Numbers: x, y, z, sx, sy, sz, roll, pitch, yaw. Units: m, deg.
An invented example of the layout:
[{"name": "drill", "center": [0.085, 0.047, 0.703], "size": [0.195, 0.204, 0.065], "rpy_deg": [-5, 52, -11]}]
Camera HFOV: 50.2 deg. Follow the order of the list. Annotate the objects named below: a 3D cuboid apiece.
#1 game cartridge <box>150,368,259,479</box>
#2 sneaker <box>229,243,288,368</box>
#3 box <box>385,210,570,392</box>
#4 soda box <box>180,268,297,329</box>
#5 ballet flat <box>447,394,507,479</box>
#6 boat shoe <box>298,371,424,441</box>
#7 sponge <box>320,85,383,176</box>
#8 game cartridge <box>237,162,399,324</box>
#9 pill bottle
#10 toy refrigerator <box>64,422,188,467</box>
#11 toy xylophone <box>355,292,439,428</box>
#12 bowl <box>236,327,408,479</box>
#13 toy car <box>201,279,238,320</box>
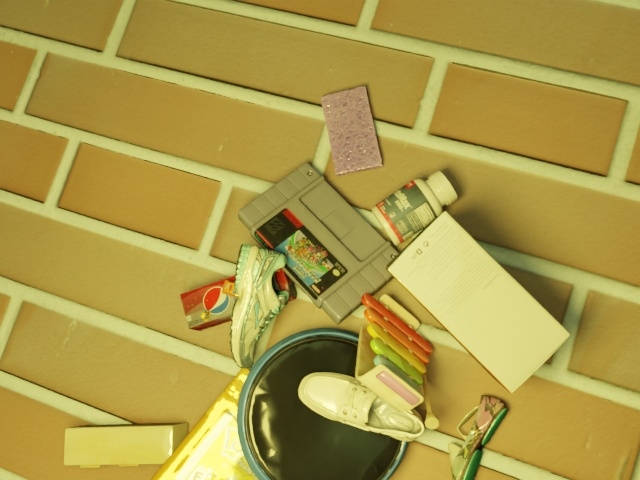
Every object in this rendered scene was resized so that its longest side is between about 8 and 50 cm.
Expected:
[{"name": "game cartridge", "center": [-0.166, 0.496, 1.526], "size": [0.285, 0.053, 0.324], "rpy_deg": [38, 79, 3]}, {"name": "sneaker", "center": [-0.134, 0.153, 1.517], "size": [0.122, 0.110, 0.283], "rpy_deg": [6, 101, -2]}, {"name": "box", "center": [0.315, 0.123, 1.436], "size": [0.168, 0.215, 0.345], "rpy_deg": [-45, 85, 1]}, {"name": "soda box", "center": [-0.194, 0.133, 1.636], "size": [0.263, 0.083, 0.092], "rpy_deg": [-19, 75, 7]}, {"name": "ballet flat", "center": [0.326, 0.438, 1.485], "size": [0.079, 0.077, 0.222], "rpy_deg": [24, 80, 33]}, {"name": "boat shoe", "center": [0.090, 0.343, 1.426], "size": [0.276, 0.096, 0.098], "rpy_deg": [18, 77, 0]}, {"name": "sponge", "center": [0.077, -0.268, 1.684], "size": [0.117, 0.031, 0.210], "rpy_deg": [-13, 78, 9]}, {"name": "game cartridge", "center": [0.000, 0.000, 1.594], "size": [0.230, 0.068, 0.355], "rpy_deg": [-37, 73, -26]}, {"name": "pill bottle", "center": [0.219, -0.080, 1.579], "size": [0.180, 0.108, 0.108], "rpy_deg": [-34, 75, 3]}, {"name": "toy refrigerator", "center": [-0.456, 0.484, 1.615], "size": [0.269, 0.102, 0.094], "rpy_deg": [-4, 79, 10]}, {"name": "toy xylophone", "center": [0.169, 0.253, 1.443], "size": [0.236, 0.323, 0.081], "rpy_deg": [36, 112, -17]}, {"name": "bowl", "center": [0.010, 0.387, 1.500], "size": [0.390, 0.077, 0.392], "rpy_deg": [1, 78, -3]}, {"name": "toy car", "center": [-0.224, 0.143, 1.575], "size": [0.060, 0.040, 0.122], "rpy_deg": [31, 85, 16]}]
